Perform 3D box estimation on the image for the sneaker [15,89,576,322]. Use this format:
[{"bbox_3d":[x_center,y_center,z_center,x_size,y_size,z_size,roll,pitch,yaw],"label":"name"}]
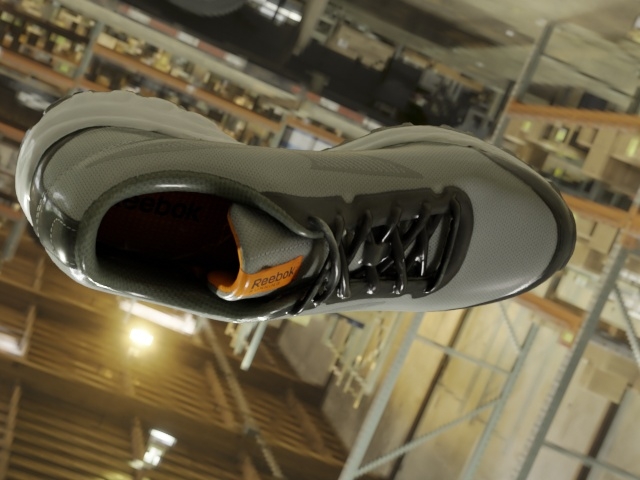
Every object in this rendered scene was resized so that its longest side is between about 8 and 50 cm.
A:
[{"bbox_3d":[0.000,0.000,0.477,0.271,0.100,0.108,4,-156,-19],"label":"sneaker"}]
